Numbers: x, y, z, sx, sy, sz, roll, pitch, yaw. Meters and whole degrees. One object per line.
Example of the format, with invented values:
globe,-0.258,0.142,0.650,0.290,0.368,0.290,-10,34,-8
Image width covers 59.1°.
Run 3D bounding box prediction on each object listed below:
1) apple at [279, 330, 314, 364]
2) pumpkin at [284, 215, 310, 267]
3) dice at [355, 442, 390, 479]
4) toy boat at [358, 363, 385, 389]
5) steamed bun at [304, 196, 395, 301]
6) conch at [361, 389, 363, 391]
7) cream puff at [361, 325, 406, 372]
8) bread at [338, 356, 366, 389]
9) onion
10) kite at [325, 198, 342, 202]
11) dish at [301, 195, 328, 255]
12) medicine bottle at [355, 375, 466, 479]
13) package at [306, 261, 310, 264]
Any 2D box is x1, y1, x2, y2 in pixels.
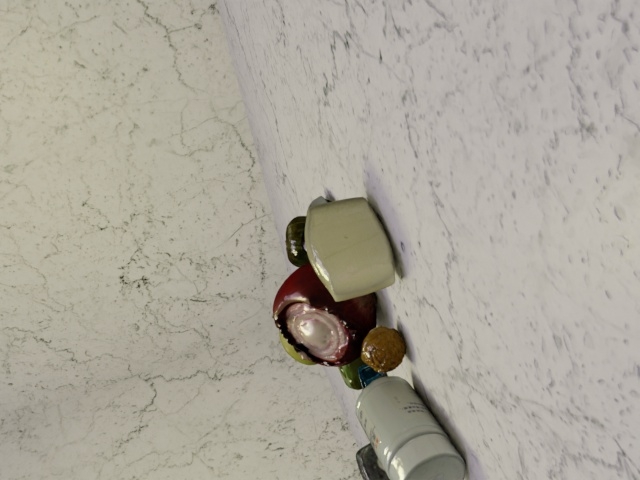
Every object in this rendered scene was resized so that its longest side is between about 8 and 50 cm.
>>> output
apple,-0.018,0.401,2.548,0.258,0.295,0.233,51,130,8
pumpkin,-0.069,0.006,2.327,0.223,0.157,0.224,179,90,-79
dice,0.248,0.885,2.203,0.183,0.182,0.182,85,165,-53
toy boat,0.224,0.576,1.993,0.062,0.096,0.300,63,-177,-77
steamed bun,0.067,0.024,1.414,0.155,0.199,0.250,93,159,-70
conch,0.207,0.590,2.198,0.057,0.085,0.076,-63,-2,22
cream puff,0.181,0.310,1.584,0.103,0.126,0.144,39,160,43
bread,0.099,0.396,2.224,0.382,0.129,0.367,-118,12,-46
onion,0.022,0.223,1.783,0.341,0.340,0.342,160,90,-81
kite,0.064,-0.074,1.820,0.285,0.015,0.152,-141,35,-71
dish,0.000,0.000,1.906,0.274,0.133,0.273,62,171,17
medicine bottle,0.234,0.535,1.523,0.332,0.189,0.190,-128,21,-64
package,0.023,0.133,2.140,0.269,0.071,0.194,53,133,41
